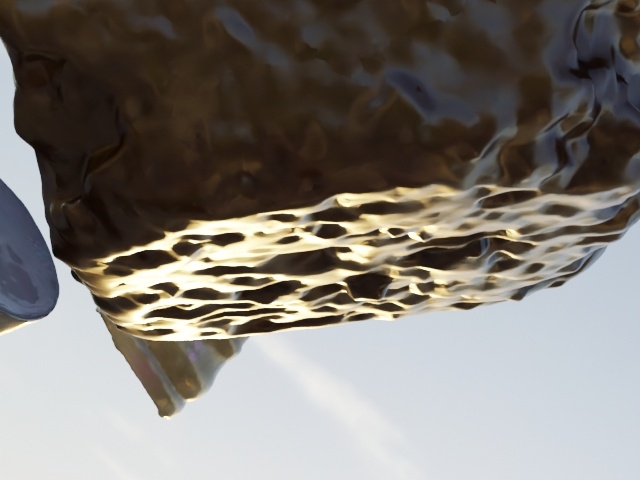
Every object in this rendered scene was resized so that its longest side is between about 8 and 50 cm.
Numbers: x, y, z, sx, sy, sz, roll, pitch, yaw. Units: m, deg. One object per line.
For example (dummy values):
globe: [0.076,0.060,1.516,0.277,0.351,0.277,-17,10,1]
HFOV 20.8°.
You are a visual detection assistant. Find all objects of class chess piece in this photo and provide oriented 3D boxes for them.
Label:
chess piece: [0.000,0.000,1.518,0.117,0.397,0.117,56,-4,6]

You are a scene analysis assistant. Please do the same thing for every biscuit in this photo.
biscuit: [0.017,-0.054,0.978,0.343,0.166,0.395,-6,-14,3]

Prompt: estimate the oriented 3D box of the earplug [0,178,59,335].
earplug: [-0.373,0.070,1.366,0.172,0.301,0.172,47,19,-22]
